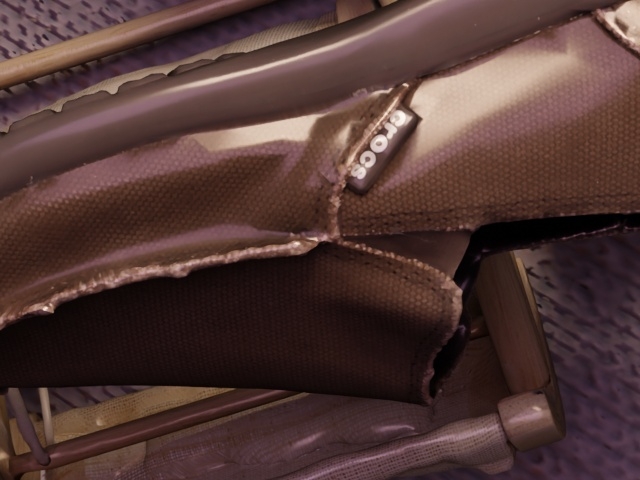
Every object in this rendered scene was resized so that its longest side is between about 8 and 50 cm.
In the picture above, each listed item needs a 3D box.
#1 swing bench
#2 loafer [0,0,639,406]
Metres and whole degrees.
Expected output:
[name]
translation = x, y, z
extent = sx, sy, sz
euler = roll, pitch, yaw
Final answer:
[swing bench]
translation = -0.051, 0.001, 0.832
extent = 0.253, 0.165, 0.254
euler = -17, 84, 8
[loafer]
translation = 0.000, 0.000, 0.671
extent = 0.366, 0.134, 0.130
euler = -21, 83, 8
